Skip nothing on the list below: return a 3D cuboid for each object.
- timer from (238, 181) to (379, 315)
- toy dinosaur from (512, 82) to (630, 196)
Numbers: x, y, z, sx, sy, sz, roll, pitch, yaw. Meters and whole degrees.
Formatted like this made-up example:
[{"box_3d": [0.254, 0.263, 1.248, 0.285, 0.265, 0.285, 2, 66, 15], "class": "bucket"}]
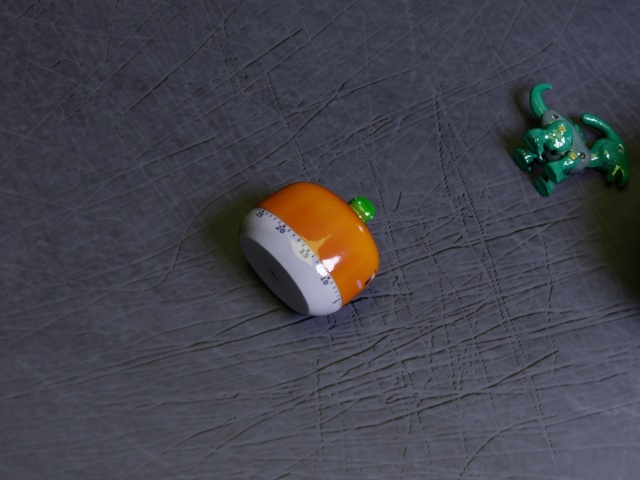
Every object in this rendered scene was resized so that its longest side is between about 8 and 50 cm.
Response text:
[{"box_3d": [0.000, 0.000, 1.527, 0.136, 0.099, 0.136, 5, 65, -11], "class": "timer"}, {"box_3d": [0.245, -0.099, 1.595, 0.096, 0.059, 0.132, -25, 74, -20], "class": "toy dinosaur"}]
